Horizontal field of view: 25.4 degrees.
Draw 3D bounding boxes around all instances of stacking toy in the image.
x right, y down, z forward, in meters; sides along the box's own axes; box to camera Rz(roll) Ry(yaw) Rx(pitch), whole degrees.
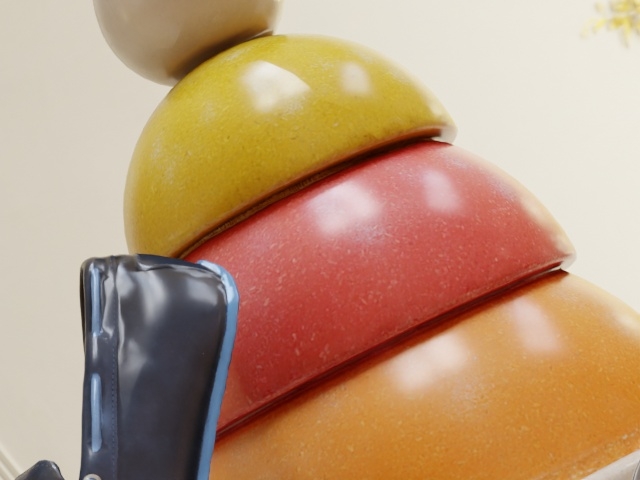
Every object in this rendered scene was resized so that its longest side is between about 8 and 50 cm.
[{"bbox_3d":[0.000,0.000,0.850,0.351,0.350,0.480,-22,-102,-20],"label":"stacking toy"}]

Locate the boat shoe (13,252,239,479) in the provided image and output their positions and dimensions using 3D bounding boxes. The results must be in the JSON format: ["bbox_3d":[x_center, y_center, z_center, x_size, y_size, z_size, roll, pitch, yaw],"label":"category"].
[{"bbox_3d":[-0.102,0.126,0.645,0.089,0.109,0.258,14,-126,-8],"label":"boat shoe"}]

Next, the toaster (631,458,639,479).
[{"bbox_3d":[0.199,0.095,0.380,0.168,0.185,0.110,19,-68,-44],"label":"toaster"}]
